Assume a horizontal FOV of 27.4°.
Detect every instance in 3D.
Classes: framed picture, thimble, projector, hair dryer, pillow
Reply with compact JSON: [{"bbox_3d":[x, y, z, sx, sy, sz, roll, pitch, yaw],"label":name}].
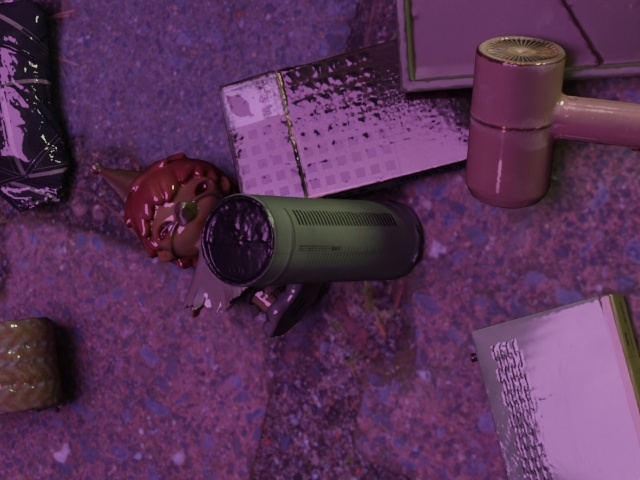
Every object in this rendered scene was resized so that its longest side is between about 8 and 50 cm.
[{"bbox_3d":[0.238,-0.406,1.554,0.326,0.028,0.446,-1,99,16],"label":"framed picture"},{"bbox_3d":[-0.494,0.194,1.944,0.229,0.196,0.148,-11,84,28],"label":"thimble"},{"bbox_3d":[0.000,0.000,1.585,0.108,0.337,0.108,0,90,33],"label":"projector"},{"bbox_3d":[0.342,-0.119,1.517,0.344,0.107,0.189,9,117,13],"label":"hair dryer"},{"bbox_3d":[-0.469,-0.207,2.005,0.161,0.092,0.335,-10,84,26],"label":"pillow"}]

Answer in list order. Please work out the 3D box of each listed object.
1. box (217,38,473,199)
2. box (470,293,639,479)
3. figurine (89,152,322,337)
[{"bbox_3d":[0.043,-0.150,1.678,0.325,0.047,0.180,-14,81,10],"label":"box"},{"bbox_3d":[0.297,0.215,1.571,0.211,0.045,0.270,-20,79,28],"label":"box"},{"bbox_3d":[-0.164,-0.024,1.781,0.387,0.166,0.207,39,90,22],"label":"figurine"}]
